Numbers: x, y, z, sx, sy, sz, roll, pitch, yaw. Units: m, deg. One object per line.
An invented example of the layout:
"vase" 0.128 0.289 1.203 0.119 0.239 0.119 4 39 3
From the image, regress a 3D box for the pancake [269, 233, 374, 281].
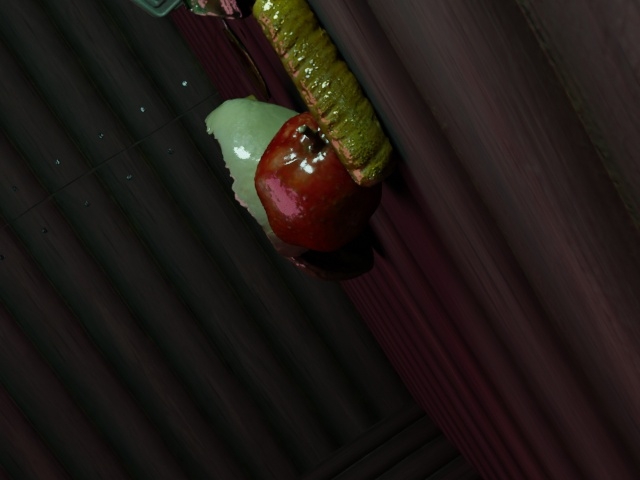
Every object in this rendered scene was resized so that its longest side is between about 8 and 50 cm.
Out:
"pancake" 0.000 0.000 1.534 0.294 0.049 0.294 22 -148 -14

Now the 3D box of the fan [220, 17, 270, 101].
"fan" -0.209 -0.492 1.638 0.335 0.011 0.229 58 176 -40

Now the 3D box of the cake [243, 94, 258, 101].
"cake" -0.209 -0.414 1.988 0.084 0.044 0.084 56 174 9

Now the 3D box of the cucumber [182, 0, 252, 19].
"cucumber" -0.207 -0.489 1.175 0.115 0.086 0.193 -14 115 38

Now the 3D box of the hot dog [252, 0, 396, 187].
"hot dog" 0.012 -0.202 0.836 0.068 0.083 0.289 -23 103 47

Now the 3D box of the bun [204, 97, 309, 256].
"bun" -0.071 -0.148 1.320 0.364 0.202 0.364 61 -177 -6

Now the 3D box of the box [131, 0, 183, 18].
"box" -0.430 -0.677 1.534 0.243 0.163 0.135 26 -146 -52

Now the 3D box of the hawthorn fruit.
"hawthorn fruit" -0.002 -0.096 0.950 0.205 0.205 0.253 56 171 17
